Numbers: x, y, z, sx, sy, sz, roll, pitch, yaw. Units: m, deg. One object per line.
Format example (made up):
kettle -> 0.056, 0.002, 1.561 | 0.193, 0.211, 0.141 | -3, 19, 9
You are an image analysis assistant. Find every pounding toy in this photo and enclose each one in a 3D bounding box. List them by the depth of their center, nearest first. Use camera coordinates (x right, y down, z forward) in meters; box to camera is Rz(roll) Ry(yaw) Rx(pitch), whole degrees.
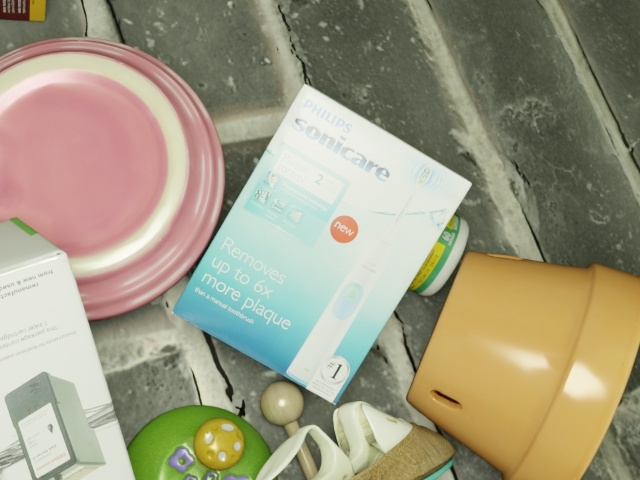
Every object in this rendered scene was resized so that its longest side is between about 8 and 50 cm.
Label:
pounding toy -> -0.098, 0.253, 0.960 | 0.237, 0.110, 0.182 | -14, 74, -24

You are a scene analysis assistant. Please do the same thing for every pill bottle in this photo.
pill bottle -> 0.075, -0.023, 1.134 | 0.209, 0.117, 0.117 | 28, 62, -6

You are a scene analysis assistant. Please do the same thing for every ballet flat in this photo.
ballet flat -> 0.023, 0.252, 0.961 | 0.342, 0.116, 0.124 | -20, 86, -41

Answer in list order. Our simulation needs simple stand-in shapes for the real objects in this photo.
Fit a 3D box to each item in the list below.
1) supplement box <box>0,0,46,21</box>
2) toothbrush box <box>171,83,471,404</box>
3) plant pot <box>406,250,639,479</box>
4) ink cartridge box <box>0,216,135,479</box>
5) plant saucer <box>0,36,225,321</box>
supplement box -> -0.433, -0.376, 1.059 | 0.194, 0.191, 0.129 | -2, 69, -19
toothbrush box -> 0.000, 0.000, 1.014 | 0.216, 0.126, 0.295 | 31, 96, -5
plant pot -> 0.231, 0.141, 1.050 | 0.204, 0.290, 0.290 | 22, 61, 9
ink cartridge box -> -0.281, 0.134, 0.832 | 0.115, 0.198, 0.272 | -21, 110, -26
plant saucer -> -0.272, -0.077, 0.978 | 0.332, 0.084, 0.331 | 1, 80, -8
